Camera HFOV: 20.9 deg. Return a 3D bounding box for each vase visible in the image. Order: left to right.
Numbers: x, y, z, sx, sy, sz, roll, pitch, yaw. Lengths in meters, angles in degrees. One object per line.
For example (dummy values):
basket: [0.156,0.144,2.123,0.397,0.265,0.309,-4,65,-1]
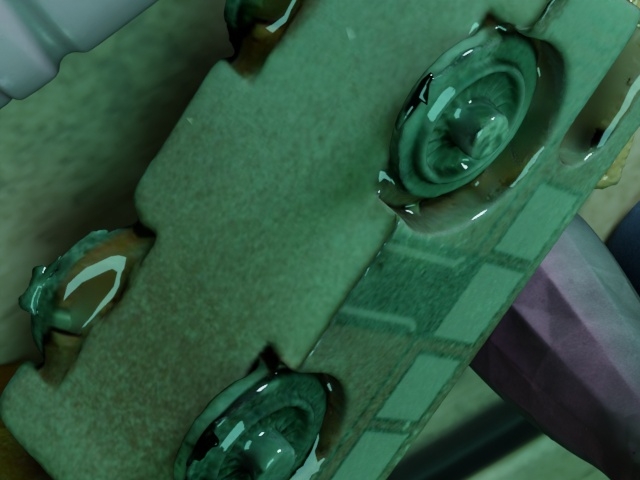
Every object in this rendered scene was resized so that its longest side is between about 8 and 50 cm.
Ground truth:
vase: [0.120,0.062,0.732,0.086,0.214,0.086,-8,118,-15]

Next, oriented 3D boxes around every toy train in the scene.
toy train: [0.000,0.000,0.698,0.159,0.129,0.326,16,112,-54]

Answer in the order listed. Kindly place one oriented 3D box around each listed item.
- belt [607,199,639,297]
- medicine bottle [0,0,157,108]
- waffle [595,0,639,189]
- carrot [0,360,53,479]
belt: [0.231,0.039,0.834,0.190,0.082,0.141,19,114,-25]
medicine bottle: [-0.089,-0.142,0.611,0.249,0.133,0.133,-37,121,2]
waffle: [0.114,-0.094,0.763,0.097,0.023,0.153,10,113,-23]
carrot: [-0.123,0.123,0.782,0.048,0.048,0.139,-19,121,-9]
